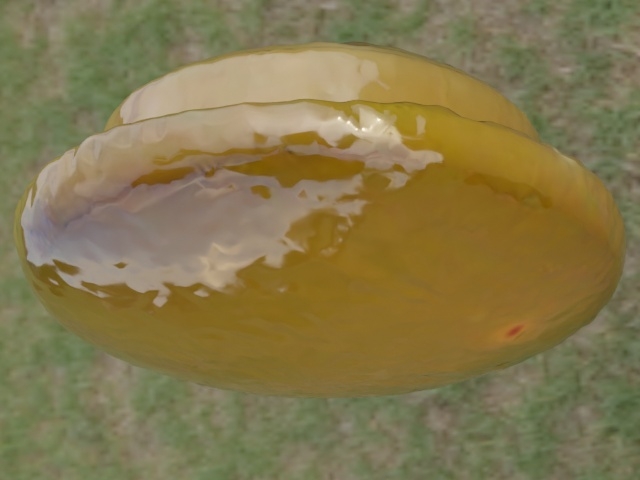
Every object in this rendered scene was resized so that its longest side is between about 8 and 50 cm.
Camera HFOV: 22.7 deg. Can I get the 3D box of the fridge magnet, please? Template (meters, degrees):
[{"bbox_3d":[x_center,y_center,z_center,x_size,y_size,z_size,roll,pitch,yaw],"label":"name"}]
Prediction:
[{"bbox_3d":[0.000,0.000,0.378,0.143,0.143,0.063,-30,49,48],"label":"fridge magnet"}]
